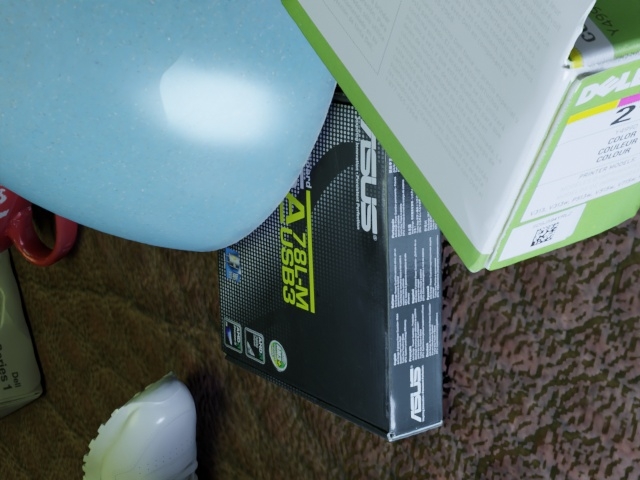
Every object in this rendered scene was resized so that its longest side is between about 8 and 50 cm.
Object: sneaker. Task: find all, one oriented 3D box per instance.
[{"bbox_3d":[-0.124,0.194,1.026,0.095,0.090,0.235,43,137,24],"label":"sneaker"}]

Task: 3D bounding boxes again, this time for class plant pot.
[{"bbox_3d":[-0.144,-0.143,0.790,0.290,0.195,0.290,-9,80,55],"label":"plant pot"}]

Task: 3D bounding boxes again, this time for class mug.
[{"bbox_3d":[-0.255,-0.069,1.132,0.169,0.150,0.113,-49,23,45],"label":"mug"}]

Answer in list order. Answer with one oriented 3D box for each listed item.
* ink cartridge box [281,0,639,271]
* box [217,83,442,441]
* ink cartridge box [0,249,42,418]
[{"bbox_3d":[0.086,-0.141,0.559,0.188,0.097,0.255,57,150,28],"label":"ink cartridge box"},{"bbox_3d":[0.000,0.000,0.806,0.184,0.045,0.190,21,116,55],"label":"box"},{"bbox_3d":[-0.392,0.094,1.340,0.278,0.117,0.201,-29,76,54],"label":"ink cartridge box"}]
